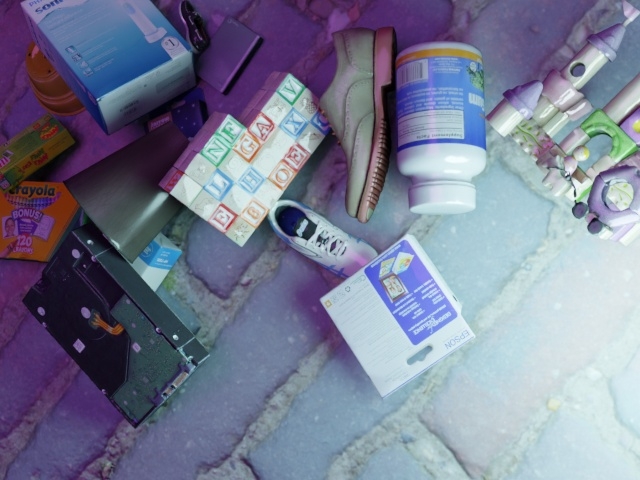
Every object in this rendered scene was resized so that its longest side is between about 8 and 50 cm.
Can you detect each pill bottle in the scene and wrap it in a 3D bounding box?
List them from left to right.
[{"bbox_3d":[0.204,-0.185,1.518,0.152,0.152,0.272,-4,81,23],"label":"pill bottle"}]

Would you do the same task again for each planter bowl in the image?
[{"bbox_3d":[-0.559,-0.381,1.908,0.217,0.090,0.217,-3,82,23],"label":"planter bowl"}]

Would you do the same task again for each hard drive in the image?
[{"bbox_3d":[-0.388,0.162,1.683,0.339,0.064,0.237,47,124,6],"label":"hard drive"},{"bbox_3d":[-0.186,-0.370,1.783,0.094,0.022,0.135,39,98,23],"label":"hard drive"}]

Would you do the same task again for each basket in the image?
[{"bbox_3d":[-0.327,-0.103,1.674,0.227,0.154,0.204,-39,78,-6],"label":"basket"}]

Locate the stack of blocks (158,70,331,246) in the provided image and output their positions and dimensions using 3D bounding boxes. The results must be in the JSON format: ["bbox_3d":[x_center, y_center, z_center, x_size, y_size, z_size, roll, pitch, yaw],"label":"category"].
[{"bbox_3d":[-0.128,-0.161,1.614,0.297,0.171,0.087,-53,26,-3],"label":"stack of blocks"}]

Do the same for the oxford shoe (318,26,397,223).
[{"bbox_3d":[0.060,-0.204,1.584,0.130,0.123,0.348,5,84,10],"label":"oxford shoe"}]

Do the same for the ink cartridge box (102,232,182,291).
[{"bbox_3d":[-0.399,0.071,1.779,0.134,0.078,0.231,39,99,23],"label":"ink cartridge box"}]

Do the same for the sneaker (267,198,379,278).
[{"bbox_3d":[0.000,0.000,1.615,0.237,0.086,0.085,30,93,23],"label":"sneaker"}]

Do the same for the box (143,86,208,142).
[{"bbox_3d":[-0.277,-0.187,1.789,0.136,0.036,0.225,-20,74,19],"label":"box"}]

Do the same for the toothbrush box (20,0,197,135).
[{"bbox_3d":[-0.418,-0.387,1.778,0.216,0.126,0.295,-34,70,-19],"label":"toothbrush box"}]

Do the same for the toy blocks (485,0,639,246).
[{"bbox_3d":[0.445,-0.175,1.325,0.260,0.309,0.288,-45,69,18],"label":"toy blocks"}]

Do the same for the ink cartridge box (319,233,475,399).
[{"bbox_3d":[0.131,0.129,1.526,0.206,0.045,0.208,-38,76,22],"label":"ink cartridge box"}]

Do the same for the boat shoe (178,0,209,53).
[{"bbox_3d":[-0.253,-0.436,1.801,0.038,0.046,0.125,-28,61,26],"label":"boat shoe"}]

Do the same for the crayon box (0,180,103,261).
[{"bbox_3d":[-0.583,-0.037,1.872,0.278,0.081,0.165,3,83,24],"label":"crayon box"}]

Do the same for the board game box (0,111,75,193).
[{"bbox_3d":[-0.615,-0.186,1.878,0.181,0.043,0.092,-39,49,-13],"label":"board game box"}]
